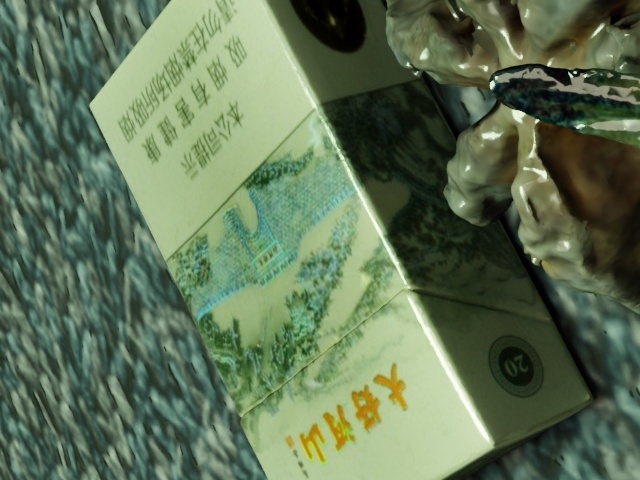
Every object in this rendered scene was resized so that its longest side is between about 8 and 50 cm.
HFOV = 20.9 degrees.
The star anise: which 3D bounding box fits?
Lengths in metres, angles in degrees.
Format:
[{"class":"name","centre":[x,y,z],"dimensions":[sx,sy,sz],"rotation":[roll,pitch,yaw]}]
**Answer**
[{"class":"star anise","centre":[0.079,-0.069,0.663],"dimensions":[0.172,0.063,0.208],"rotation":[46,151,24]}]

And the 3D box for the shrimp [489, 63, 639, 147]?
[{"class":"shrimp","centre":[0.109,-0.138,0.551],"dimensions":[0.198,0.051,0.262],"rotation":[-38,74,8]}]

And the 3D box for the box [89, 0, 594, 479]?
[{"class":"box","centre":[0.000,0.000,0.810],"dimensions":[0.164,0.069,0.256],"rotation":[-42,71,50]}]
